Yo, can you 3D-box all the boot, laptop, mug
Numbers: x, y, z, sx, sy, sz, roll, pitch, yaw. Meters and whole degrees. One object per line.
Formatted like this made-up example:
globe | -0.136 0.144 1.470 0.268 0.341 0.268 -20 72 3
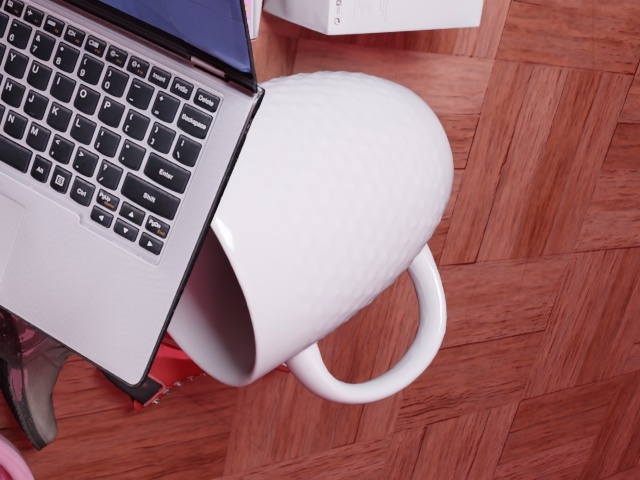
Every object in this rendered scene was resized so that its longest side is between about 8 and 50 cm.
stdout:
boot | -0.291 0.121 0.845 0.161 0.083 0.246 -23 127 -30
laptop | -0.259 -0.132 0.482 0.408 0.382 0.236 -66 166 13
boot | -0.152 0.161 0.958 0.244 0.088 0.176 29 97 -33
mug | 0.000 0.000 0.808 0.328 0.276 0.374 -30 92 -30

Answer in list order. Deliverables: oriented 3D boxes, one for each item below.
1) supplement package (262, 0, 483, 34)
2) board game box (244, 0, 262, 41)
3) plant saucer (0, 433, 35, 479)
supplement package | 0.061 -0.334 0.783 0.203 0.149 0.194 -12 121 -29
board game box | -0.132 -0.316 0.629 0.242 0.064 0.316 -31 142 -48
plant saucer | -0.491 0.318 0.809 0.332 0.084 0.332 -16 122 -27
